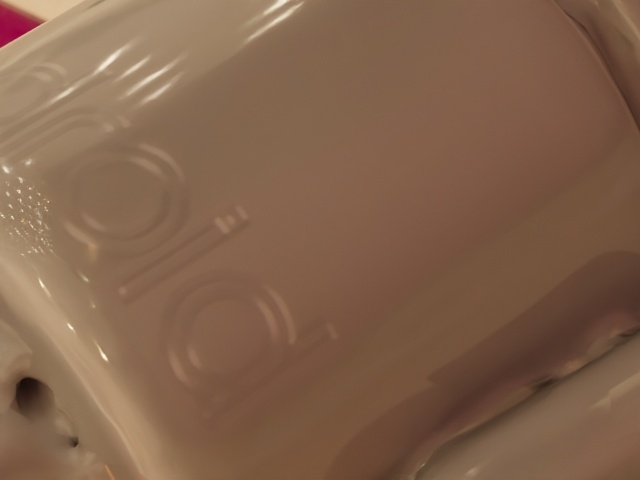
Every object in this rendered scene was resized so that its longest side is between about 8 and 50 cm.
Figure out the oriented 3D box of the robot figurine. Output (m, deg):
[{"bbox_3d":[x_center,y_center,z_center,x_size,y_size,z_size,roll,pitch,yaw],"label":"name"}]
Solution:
[{"bbox_3d":[0.000,0.000,0.560,0.353,0.300,0.200,-35,-40,-24],"label":"robot figurine"}]
